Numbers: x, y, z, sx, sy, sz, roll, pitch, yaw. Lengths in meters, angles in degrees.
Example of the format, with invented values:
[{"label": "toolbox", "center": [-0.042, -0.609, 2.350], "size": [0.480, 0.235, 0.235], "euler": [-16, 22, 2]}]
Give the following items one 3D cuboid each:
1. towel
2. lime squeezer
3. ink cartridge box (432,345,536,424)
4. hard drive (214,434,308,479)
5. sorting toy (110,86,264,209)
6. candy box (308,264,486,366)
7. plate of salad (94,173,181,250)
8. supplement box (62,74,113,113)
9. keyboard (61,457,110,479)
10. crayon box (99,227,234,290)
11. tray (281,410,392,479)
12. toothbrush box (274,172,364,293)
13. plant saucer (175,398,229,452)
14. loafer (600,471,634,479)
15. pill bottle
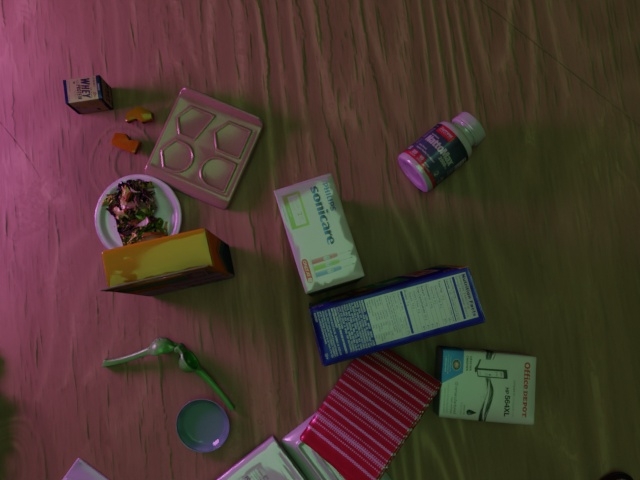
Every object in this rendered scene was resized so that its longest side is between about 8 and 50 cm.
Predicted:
[{"label": "towel", "center": [0.104, 0.365, 1.323], "size": [0.199, 0.031, 0.275], "euler": [29, 75, 32]}, {"label": "lime squeezer", "center": [-0.323, 0.278, 1.376], "size": [0.311, 0.059, 0.109], "euler": [19, 84, 2]}, {"label": "ink cartridge box", "center": [0.353, 0.311, 1.352], "size": [0.203, 0.086, 0.148], "euler": [4, 84, 2]}, {"label": "hard drive", "center": [-0.164, 0.596, 1.343], "size": [0.308, 0.040, 0.203], "euler": [-37, 86, -4]}, {"label": "sorting toy", "center": [-0.309, -0.230, 1.444], "size": [0.307, 0.041, 0.229], "euler": [23, 89, 3]}, {"label": "candy box", "center": [0.141, 0.144, 1.281], "size": [0.317, 0.268, 0.122], "euler": [-15, 88, -2]}, {"label": "plate of salad", "center": [-0.415, -0.052, 1.413], "size": [0.200, 0.048, 0.199], "euler": [0, 87, 2]}, {"label": "supplement box", "center": [-0.529, -0.332, 1.430], "size": [0.083, 0.083, 0.056], "euler": [-9, 85, -2]}, {"label": "keyboard", "center": [-0.448, 0.579, 1.367], "size": [0.256, 0.014, 0.072], "euler": [35, 80, 4]}, {"label": "crayon box", "center": [-0.301, 0.049, 1.266], "size": [0.203, 0.323, 0.083], "euler": [-13, 84, -1]}, {"label": "tray", "center": [0.050, 0.502, 1.362], "size": [0.145, 0.030, 0.270], "euler": [-38, 85, -5]}, {"label": "toothbrush box", "center": [0.000, 0.000, 1.291], "size": [0.122, 0.283, 0.206], "euler": [-17, 85, -2]}, {"label": "plant saucer", "center": [-0.256, 0.403, 1.371], "size": [0.119, 0.021, 0.119], "euler": [0, 93, 4]}, {"label": "loafer", "center": [0.602, 0.594, 1.323], "size": [0.080, 0.078, 0.220], "euler": [35, 85, 4]}, {"label": "pill bottle", "center": [0.274, -0.202, 1.399], "size": [0.180, 0.108, 0.108], "euler": [-40, 85, -4]}]
